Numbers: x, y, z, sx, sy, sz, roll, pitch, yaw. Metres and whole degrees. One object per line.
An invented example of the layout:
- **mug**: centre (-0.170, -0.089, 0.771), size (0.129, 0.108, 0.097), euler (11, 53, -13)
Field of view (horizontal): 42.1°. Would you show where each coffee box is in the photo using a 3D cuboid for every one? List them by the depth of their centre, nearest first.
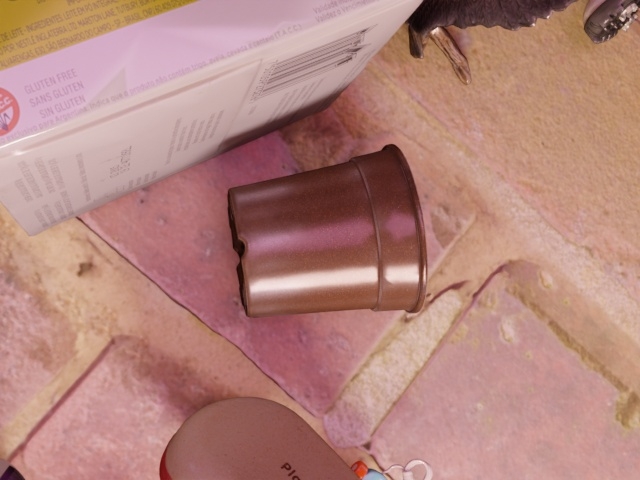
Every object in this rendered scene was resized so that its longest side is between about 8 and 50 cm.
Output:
- **coffee box**: centre (-0.168, -0.238, 0.682), size (0.338, 0.337, 0.334), euler (-26, 89, -16)

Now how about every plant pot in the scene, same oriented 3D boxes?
- **plant pot**: centre (0.000, 0.000, 0.797), size (0.165, 0.167, 0.167), euler (-8, 85, -9)

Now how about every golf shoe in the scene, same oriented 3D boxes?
- **golf shoe**: centre (0.362, -0.343, 0.979), size (0.120, 0.105, 0.273), euler (35, 69, 7)

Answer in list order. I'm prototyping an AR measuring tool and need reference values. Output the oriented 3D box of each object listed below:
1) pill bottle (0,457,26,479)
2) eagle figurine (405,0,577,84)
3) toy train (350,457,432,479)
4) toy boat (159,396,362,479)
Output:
- **pill bottle**: centre (-0.287, 0.228, 0.665), size (0.108, 0.193, 0.108), euler (2, 83, -14)
- **eagle figurine**: centre (0.131, -0.300, 0.792), size (0.226, 0.298, 0.225), euler (22, 78, -12)
- **toy train**: centre (0.060, 0.299, 0.831), size (0.125, 0.046, 0.166), euler (4, 85, -16)
- **toy boat**: centre (-0.052, 0.259, 0.761), size (0.231, 0.151, 0.151), euler (44, 35, 16)
